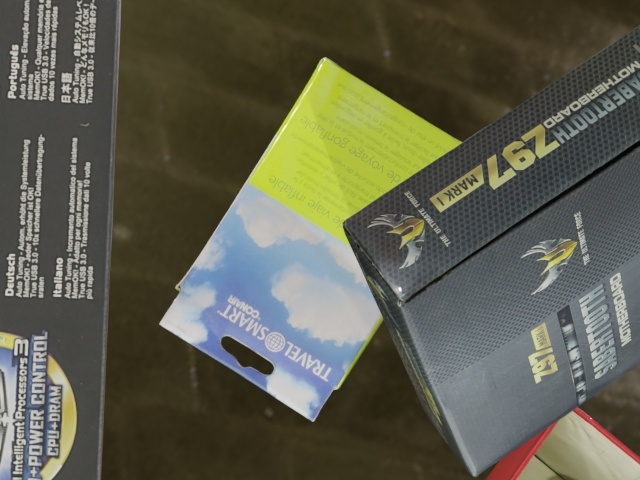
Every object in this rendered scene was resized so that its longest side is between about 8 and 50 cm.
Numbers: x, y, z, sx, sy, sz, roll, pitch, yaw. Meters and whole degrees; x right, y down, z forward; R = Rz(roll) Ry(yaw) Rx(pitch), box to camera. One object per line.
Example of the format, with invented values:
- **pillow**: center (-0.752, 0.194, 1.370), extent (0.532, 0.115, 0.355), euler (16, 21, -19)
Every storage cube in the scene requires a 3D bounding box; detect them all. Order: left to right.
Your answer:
- **storage cube**: center (0.212, 0.288, 1.405), extent (0.183, 0.193, 0.215), euler (38, 69, 4)

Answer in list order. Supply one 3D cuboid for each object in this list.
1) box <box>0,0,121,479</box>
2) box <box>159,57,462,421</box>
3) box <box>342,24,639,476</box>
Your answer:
- **box**: center (-0.099, 0.002, 0.487), extent (0.060, 0.216, 0.270), euler (2, 87, -11)
- **box**: center (0.000, 0.000, 0.911), extent (0.109, 0.178, 0.042), euler (32, -5, 3)
- **box**: center (0.122, 0.015, 0.829), extent (0.059, 0.183, 0.233), euler (54, -6, 32)
